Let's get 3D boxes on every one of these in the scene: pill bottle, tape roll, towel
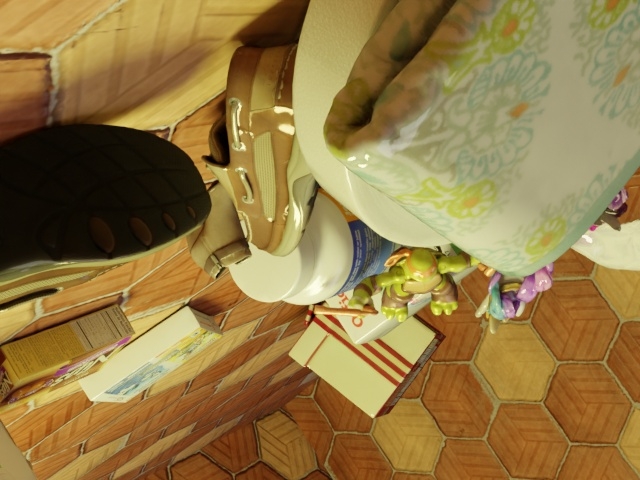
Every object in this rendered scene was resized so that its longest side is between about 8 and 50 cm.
[{"bbox_3d":[0.000,0.000,1.447,0.152,0.152,0.272,-41,167,30],"label":"pill bottle"},{"bbox_3d":[0.148,-0.174,0.923,0.392,0.072,0.392,-28,140,-27],"label":"tape roll"},{"bbox_3d":[0.194,-0.162,0.851,0.374,0.090,0.320,-53,142,5],"label":"towel"}]

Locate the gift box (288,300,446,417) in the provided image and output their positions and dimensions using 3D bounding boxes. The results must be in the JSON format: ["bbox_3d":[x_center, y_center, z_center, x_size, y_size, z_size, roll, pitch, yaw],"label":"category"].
[{"bbox_3d":[0.105,0.195,2.327,0.276,0.258,0.255,-54,167,-3],"label":"gift box"}]

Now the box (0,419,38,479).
[{"bbox_3d":[-0.447,0.325,1.258,0.231,0.262,0.127,-35,169,10],"label":"box"}]

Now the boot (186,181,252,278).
[{"bbox_3d":[-0.105,-0.016,1.246,0.118,0.087,0.042,-40,166,25],"label":"boot"}]

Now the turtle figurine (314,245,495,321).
[{"bbox_3d":[0.118,0.052,1.434,0.269,0.087,0.217,-20,164,-3],"label":"turtle figurine"}]

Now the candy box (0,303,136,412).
[{"bbox_3d":[-0.336,0.150,1.378,0.186,0.053,0.109,-19,161,-49],"label":"candy box"}]

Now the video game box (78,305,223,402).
[{"bbox_3d":[-0.265,0.185,1.742,0.205,0.048,0.187,-34,171,1],"label":"video game box"}]

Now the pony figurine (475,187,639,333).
[{"bbox_3d":[0.377,-0.051,1.745,0.302,0.364,0.351,18,155,-37],"label":"pony figurine"}]

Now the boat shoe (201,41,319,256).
[{"bbox_3d":[-0.050,-0.089,1.051,0.324,0.116,0.123,108,-2,-61],"label":"boat shoe"}]

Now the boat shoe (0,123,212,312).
[{"bbox_3d":[-0.245,-0.005,0.864,0.324,0.123,0.120,-16,165,-35],"label":"boat shoe"}]

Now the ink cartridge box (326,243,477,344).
[{"bbox_3d":[0.118,-0.004,1.630,0.278,0.201,0.117,-39,168,22],"label":"ink cartridge box"}]
